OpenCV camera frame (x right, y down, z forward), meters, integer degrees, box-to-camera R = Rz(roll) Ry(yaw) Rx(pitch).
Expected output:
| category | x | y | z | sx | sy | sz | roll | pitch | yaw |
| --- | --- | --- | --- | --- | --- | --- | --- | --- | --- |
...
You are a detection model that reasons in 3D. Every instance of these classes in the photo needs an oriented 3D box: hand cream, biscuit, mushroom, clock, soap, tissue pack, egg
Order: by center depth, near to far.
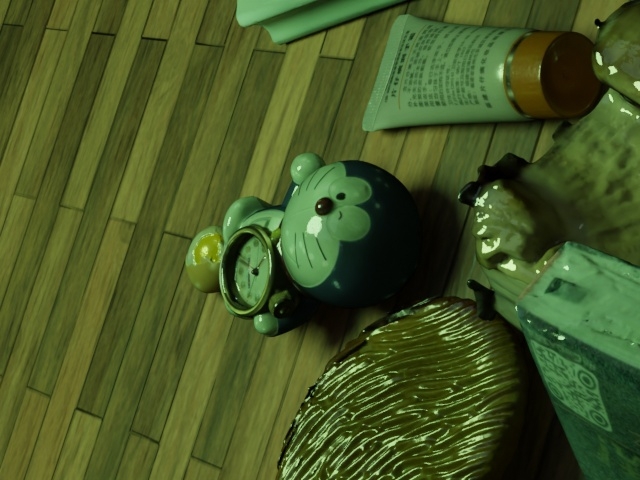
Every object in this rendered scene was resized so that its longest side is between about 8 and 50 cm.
| category | x | y | z | sx | sy | sz | roll | pitch | yaw |
| --- | --- | --- | --- | --- | --- | --- | --- | --- | --- |
| tissue pack | 0.287 | 0.160 | 1.240 | 0.228 | 0.315 | 0.103 | 27 | 65 | 42 |
| mushroom | 0.350 | 0.009 | 1.365 | 0.397 | 0.224 | 0.313 | 34 | 80 | 35 |
| biscuit | 0.071 | 0.191 | 1.608 | 0.318 | 0.040 | 0.318 | -34 | 35 | 28 |
| hand cream | 0.150 | -0.169 | 1.706 | 0.314 | 0.089 | 0.139 | 14 | 83 | 52 |
| clock | 0.000 | 0.000 | 1.751 | 0.243 | 0.146 | 0.199 | -15 | 69 | 47 |
| soap | 0.024 | -0.342 | 1.906 | 0.265 | 0.087 | 0.159 | -12 | 66 | 43 |
| egg | -0.125 | 0.024 | 1.925 | 0.083 | 0.071 | 0.071 | -53 | 44 | 23 |
